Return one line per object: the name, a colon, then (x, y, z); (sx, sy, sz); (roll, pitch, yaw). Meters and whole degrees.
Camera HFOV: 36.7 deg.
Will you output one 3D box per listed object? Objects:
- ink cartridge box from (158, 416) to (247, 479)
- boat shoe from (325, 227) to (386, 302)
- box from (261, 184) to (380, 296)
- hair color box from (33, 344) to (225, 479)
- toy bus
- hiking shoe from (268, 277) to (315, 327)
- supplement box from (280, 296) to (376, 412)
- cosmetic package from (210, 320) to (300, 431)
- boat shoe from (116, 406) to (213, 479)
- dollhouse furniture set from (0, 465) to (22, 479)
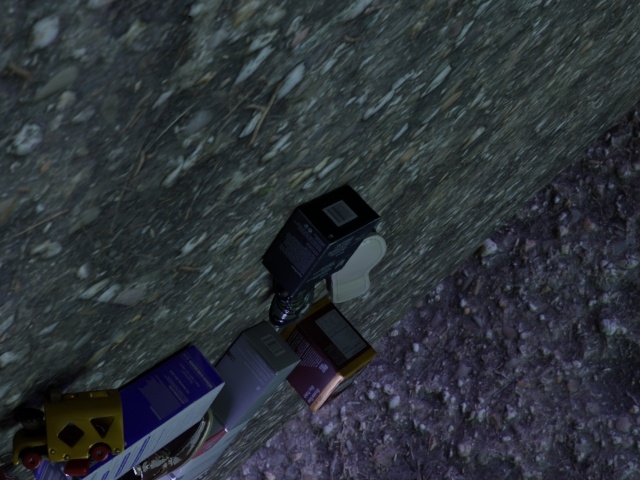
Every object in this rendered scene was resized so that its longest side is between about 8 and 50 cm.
ink cartridge box: (-0.305, 0.476, 2.306); (0.207, 0.117, 0.283); (-27, 159, -49)
boat shoe: (0.059, 0.031, 2.004); (0.117, 0.096, 0.324); (-18, 160, -11)
box: (0.000, 0.000, 1.749); (0.156, 0.093, 0.158); (-27, 159, -47)
hair color box: (-0.357, 0.351, 1.811); (0.339, 0.110, 0.185); (-33, 165, -39)
toy bus: (-0.398, 0.280, 1.479); (0.202, 0.191, 0.104); (-16, 107, -63)
hiking shoe: (-0.064, 0.092, 1.921); (0.114, 0.086, 0.226); (-7, 139, -44)
supplement box: (0.001, 0.285, 2.405); (0.129, 0.194, 0.191); (-30, 161, -41)
cosmetic package: (-0.165, 0.306, 2.162); (0.107, 0.127, 0.238); (-22, 154, -55)
boat shoe: (-0.378, 0.465, 2.081); (0.342, 0.123, 0.123); (-38, 168, 10)
dollhouse furniture set: (-0.573, 0.546, 1.572); (0.374, 0.152, 0.201); (-41, 137, 7)
